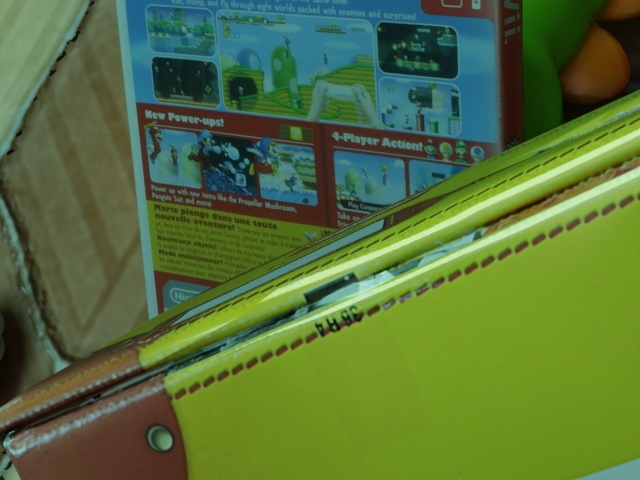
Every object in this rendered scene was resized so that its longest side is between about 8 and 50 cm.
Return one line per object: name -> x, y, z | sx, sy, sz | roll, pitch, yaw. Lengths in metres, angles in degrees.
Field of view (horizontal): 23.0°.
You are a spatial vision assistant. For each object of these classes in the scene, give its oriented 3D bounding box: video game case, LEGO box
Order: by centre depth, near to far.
LEGO box -> 0.217, 0.104, 0.448 | 0.500, 0.193, 0.372 | -24, 93, 22
video game case -> 0.000, 0.000, 0.718 | 0.204, 0.025, 0.285 | 10, 114, 33

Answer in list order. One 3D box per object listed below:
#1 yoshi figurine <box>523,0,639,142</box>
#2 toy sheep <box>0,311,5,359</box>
yoshi figurine -> 0.035, -0.197, 0.777 | 0.203, 0.203, 0.362 | -20, 65, 42
toy sheep -> -0.221, 0.053, 0.892 | 0.091, 0.091, 0.132 | 24, 116, 35
